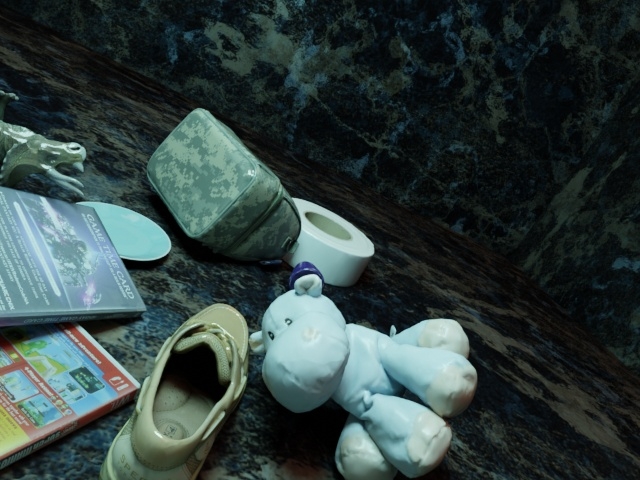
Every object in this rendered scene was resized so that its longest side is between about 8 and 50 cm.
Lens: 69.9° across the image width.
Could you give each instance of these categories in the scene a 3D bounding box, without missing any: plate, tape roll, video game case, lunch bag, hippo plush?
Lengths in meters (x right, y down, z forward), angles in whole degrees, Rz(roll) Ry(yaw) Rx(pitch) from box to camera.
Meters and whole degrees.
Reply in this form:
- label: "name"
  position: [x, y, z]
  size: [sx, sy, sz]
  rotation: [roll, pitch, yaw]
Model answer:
- label: "plate"
  position: [-0.364, -0.012, 0.821]
  size: [0.188, 0.024, 0.188]
  rotation: [27, 18, -10]
- label: "tape roll"
  position: [0.000, 0.000, 1.218]
  size: [0.286, 0.100, 0.286]
  rotation: [26, 18, -9]
- label: "video game case"
  position: [-0.356, 0.015, 0.569]
  size: [0.196, 0.026, 0.274]
  rotation: [56, 11, 16]
- label: "lunch bag"
  position: [-0.195, -0.101, 1.019]
  size: [0.305, 0.212, 0.256]
  rotation: [45, 7, 33]
- label: "hippo plush"
  position: [0.047, 0.144, 0.617]
  size: [0.236, 0.234, 0.294]
  rotation: [42, 16, -17]
- label: "video game case"
  position: [-0.351, 0.138, 0.440]
  size: [0.204, 0.025, 0.285]
  rotation: [35, 19, 18]

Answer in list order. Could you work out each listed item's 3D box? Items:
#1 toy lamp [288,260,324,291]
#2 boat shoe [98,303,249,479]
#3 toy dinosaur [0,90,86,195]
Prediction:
- label: "toy lamp"
  position: [-0.021, 0.121, 0.895]
  size: [0.080, 0.080, 0.275]
  rotation: [24, 18, -17]
- label: "boat shoe"
  position: [-0.140, 0.160, 0.561]
  size: [0.121, 0.110, 0.341]
  rotation: [26, 19, -9]
- label: "toy dinosaur"
  position: [-0.500, -0.121, 0.638]
  size: [0.313, 0.160, 0.121]
  rotation: [-11, -3, 10]
